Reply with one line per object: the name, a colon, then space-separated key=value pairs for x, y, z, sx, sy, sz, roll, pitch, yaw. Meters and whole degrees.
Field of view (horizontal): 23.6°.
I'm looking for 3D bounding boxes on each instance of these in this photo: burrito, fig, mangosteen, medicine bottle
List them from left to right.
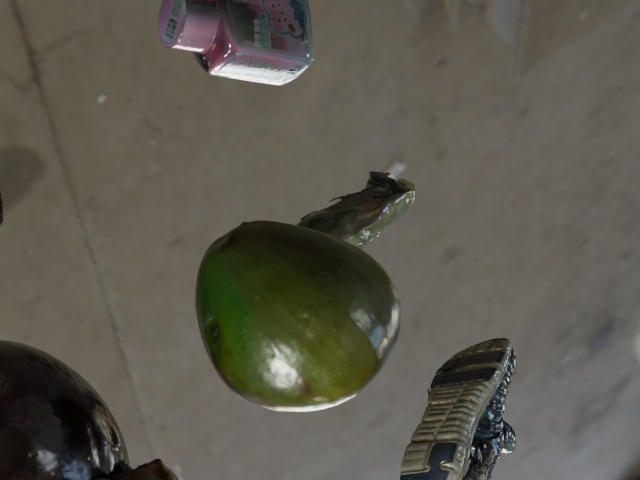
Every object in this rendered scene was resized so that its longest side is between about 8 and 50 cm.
mangosteen: x=-0.285 y=0.249 z=1.345 sx=0.307 sy=0.347 sz=0.307 roll=-36 pitch=137 yaw=-42
medicine bottle: x=-0.111 y=-0.278 z=2.000 sx=0.188 sy=0.119 sz=0.094 roll=6 pitch=159 yaw=-32
fig: x=-0.026 y=0.065 z=1.409 sx=0.181 sy=0.191 sz=0.181 roll=-38 pitch=-163 yaw=14
burrito: x=0.003 y=0.002 z=1.915 sx=0.309 sy=0.096 sz=0.066 roll=-36 pitch=122 yaw=-35

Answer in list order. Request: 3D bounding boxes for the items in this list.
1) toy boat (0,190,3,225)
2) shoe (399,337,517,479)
toy boat: x=-0.460 y=-0.064 z=1.816 sx=0.262 sy=0.115 sz=0.114 roll=66 pitch=42 yaw=-69
shoe: x=0.109 y=0.131 z=1.083 sx=0.071 sy=0.064 sz=0.143 roll=44 pitch=53 yaw=-29
